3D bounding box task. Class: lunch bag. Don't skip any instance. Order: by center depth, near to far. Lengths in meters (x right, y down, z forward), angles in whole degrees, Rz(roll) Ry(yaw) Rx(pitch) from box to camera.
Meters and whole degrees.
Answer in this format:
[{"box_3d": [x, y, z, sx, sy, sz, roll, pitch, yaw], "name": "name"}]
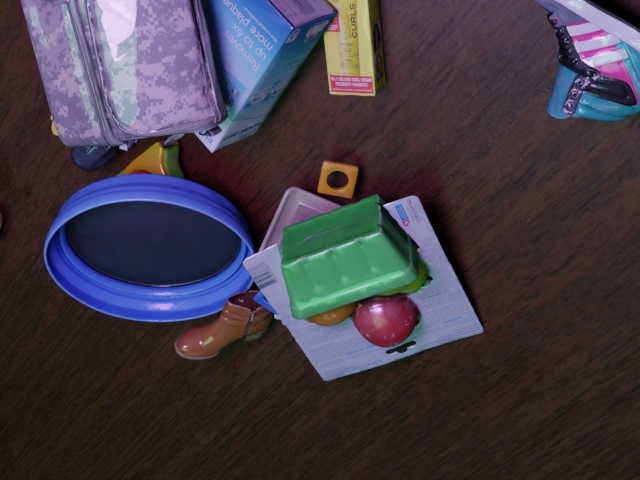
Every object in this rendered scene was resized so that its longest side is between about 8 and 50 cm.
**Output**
[{"box_3d": [-0.281, -0.304, 1.580, 0.256, 0.212, 0.305, -1, 112, 20], "name": "lunch bag"}]

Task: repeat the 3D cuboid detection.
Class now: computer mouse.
[{"box_3d": [-0.386, -0.202, 1.888, 0.071, 0.041, 0.242, 46, 126, -3], "name": "computer mouse"}]

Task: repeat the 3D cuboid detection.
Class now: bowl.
[{"box_3d": [-0.313, 0.018, 1.931, 0.391, 0.077, 0.391, -1, 143, 0], "name": "bowl"}]

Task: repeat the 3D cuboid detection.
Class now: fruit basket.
[{"box_3d": [0.082, 0.091, 1.839, 0.327, 0.165, 0.353, -20, 134, 16], "name": "fruit basket"}]

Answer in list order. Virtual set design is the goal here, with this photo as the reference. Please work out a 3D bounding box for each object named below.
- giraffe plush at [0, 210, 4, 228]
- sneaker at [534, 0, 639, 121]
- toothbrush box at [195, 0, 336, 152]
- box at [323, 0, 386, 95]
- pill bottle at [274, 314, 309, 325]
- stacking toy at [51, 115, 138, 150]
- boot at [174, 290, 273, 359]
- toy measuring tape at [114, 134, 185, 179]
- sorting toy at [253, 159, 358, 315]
[{"box_3d": [-0.740, -0.043, 2.156, 0.210, 0.181, 0.170, -26, 128, 24], "name": "giraffe plush"}, {"box_3d": [0.370, -0.273, 1.517, 0.295, 0.124, 0.178, 33, 118, 1], "name": "sneaker"}, {"box_3d": [-0.146, -0.326, 1.676, 0.216, 0.126, 0.295, 49, 133, 9], "name": "toothbrush box"}, {"box_3d": [0.049, -0.350, 1.649, 0.087, 0.058, 0.232, 7, 122, 21], "name": "box"}, {"box_3d": [-0.046, 0.151, 2.016, 0.083, 0.043, 0.043, 19, 126, 14], "name": "pill bottle"}, {"box_3d": [-0.425, -0.280, 1.916, 0.167, 0.052, 0.221, 14, 124, 16], "name": "stacking toy"}, {"box_3d": [-0.185, 0.156, 1.995, 0.152, 0.197, 0.073, 109, 140, -58], "name": "boot"}, {"box_3d": [-0.265, -0.133, 1.902, 0.330, 0.121, 0.121, -34, 102, 28], "name": "toy measuring tape"}, {"box_3d": [0.000, 0.000, 1.881, 0.196, 0.047, 0.348, 21, 121, -9], "name": "sorting toy"}]
